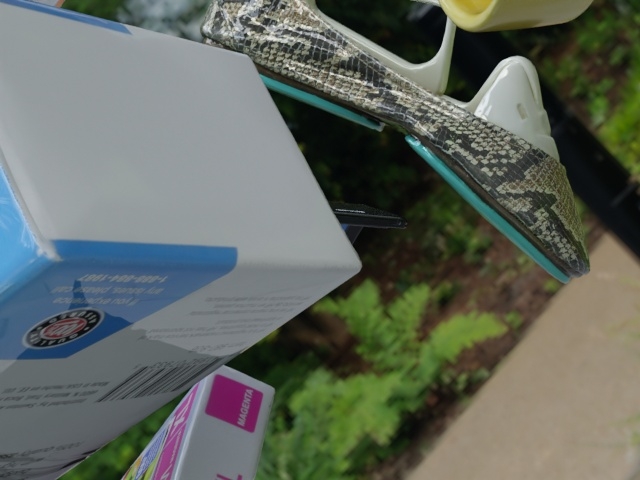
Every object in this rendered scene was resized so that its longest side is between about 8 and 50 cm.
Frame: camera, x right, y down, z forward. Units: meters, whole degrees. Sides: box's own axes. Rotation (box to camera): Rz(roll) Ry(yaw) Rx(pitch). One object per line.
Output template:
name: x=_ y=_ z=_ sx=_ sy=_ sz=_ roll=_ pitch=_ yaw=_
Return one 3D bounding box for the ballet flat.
ballet flat: x=0.105 y=-0.153 z=1.539 sx=0.182 sy=0.482 sz=0.164 roll=-58 pitch=-9 yaw=5

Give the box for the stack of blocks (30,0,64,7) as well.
stack of blocks: x=-0.190 y=-0.338 z=1.100 sx=0.297 sy=0.171 sz=0.087 roll=-51 pitch=-25 yaw=20

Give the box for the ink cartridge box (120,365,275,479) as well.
ink cartridge box: x=-0.140 y=0.247 z=1.080 sx=0.311 sy=0.065 sz=0.186 roll=-55 pitch=15 yaw=39

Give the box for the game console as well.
game console: x=0.000 y=0.000 z=1.377 sx=0.107 sy=0.122 sz=0.071 roll=20 pitch=103 yaw=54

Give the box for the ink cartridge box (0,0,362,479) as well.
ink cartridge box: x=-0.222 y=0.050 z=0.861 sx=0.395 sy=0.166 sz=0.285 roll=-36 pitch=-19 yaw=24

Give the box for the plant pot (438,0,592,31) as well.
plant pot: x=0.216 y=-0.295 z=1.147 sx=0.239 sy=0.254 sz=0.254 roll=-6 pitch=-4 yaw=-13
